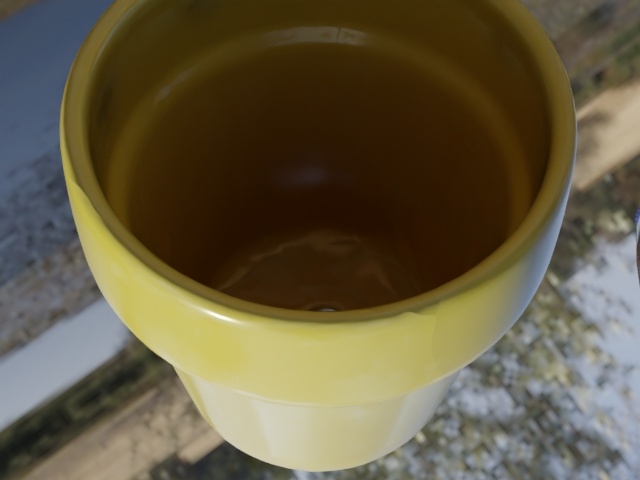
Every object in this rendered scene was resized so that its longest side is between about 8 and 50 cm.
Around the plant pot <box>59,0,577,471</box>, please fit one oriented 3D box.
[{"bbox_3d":[0.000,0.000,0.905,0.254,0.254,0.239,-36,153,-21],"label":"plant pot"}]

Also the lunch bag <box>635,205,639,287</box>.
[{"bbox_3d":[0.294,0.092,0.631,0.239,0.385,0.328,-48,178,3],"label":"lunch bag"}]
